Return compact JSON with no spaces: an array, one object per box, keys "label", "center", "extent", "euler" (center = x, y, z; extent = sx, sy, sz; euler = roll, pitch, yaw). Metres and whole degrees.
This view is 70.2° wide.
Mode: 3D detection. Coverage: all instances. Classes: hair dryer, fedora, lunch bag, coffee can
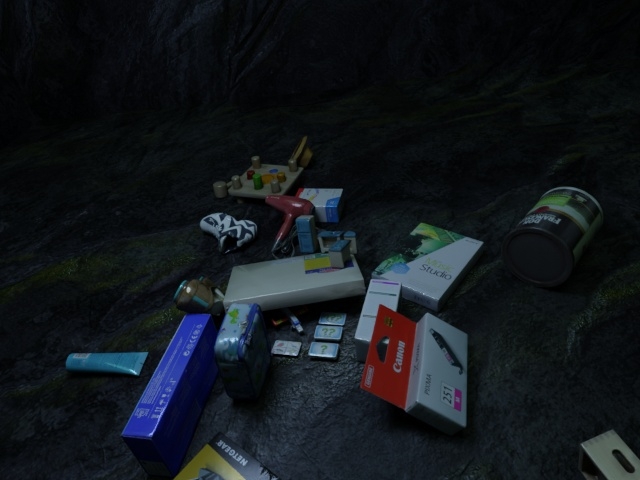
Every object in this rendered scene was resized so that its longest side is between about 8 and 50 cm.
[{"label":"hair dryer","center":[-0.113,-0.074,1.656],"extent":[0.223,0.080,0.294],"euler":[-23,56,-19]},{"label":"fedora","center":[-0.086,-0.390,2.109],"extent":[0.079,0.194,0.194],"euler":[28,35,-13]},{"label":"lunch bag","center":[-0.187,0.274,1.139],"extent":[0.090,0.219,0.176],"euler":[1,36,10]},{"label":"coffee can","center":[0.709,-0.015,1.389],"extent":[0.201,0.202,0.275],"euler":[24,46,36]}]

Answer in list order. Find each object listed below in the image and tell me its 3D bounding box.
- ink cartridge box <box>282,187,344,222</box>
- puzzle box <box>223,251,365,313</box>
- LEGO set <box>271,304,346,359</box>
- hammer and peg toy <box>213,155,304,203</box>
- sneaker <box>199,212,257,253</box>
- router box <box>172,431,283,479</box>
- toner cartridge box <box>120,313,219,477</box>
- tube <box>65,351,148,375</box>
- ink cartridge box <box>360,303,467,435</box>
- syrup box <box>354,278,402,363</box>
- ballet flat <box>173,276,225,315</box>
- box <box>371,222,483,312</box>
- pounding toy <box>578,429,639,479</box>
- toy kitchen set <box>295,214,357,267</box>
[{"label":"ink cartridge box","center":[-0.031,-0.140,1.796],"extent":[0.230,0.078,0.134],"euler":[2,37,14]},{"label":"puzzle box","center":[-0.081,0.122,1.408],"extent":[0.408,0.052,0.272],"euler":[-9,18,-1]},{"label":"LEGO set","center":[-0.059,0.246,1.296],"extent":[0.244,0.060,0.183],"euler":[2,33,13]},{"label":"hammer and peg toy","center":[-0.278,-0.268,1.972],"extent":[0.360,0.128,0.266],"euler":[8,39,21]},{"label":"sneaker","center":[-0.367,-0.022,1.681],"extent":[0.234,0.094,0.153],"euler":[15,32,13]},{"label":"router box","center":[-0.172,0.555,0.871],"extent":[0.308,0.081,0.243],"euler":[20,44,32]},{"label":"toner cartridge box","center":[-0.336,0.358,1.099],"extent":[0.075,0.165,0.348],"euler":[1,36,11]},{"label":"tube","center":[-0.596,0.342,1.271],"extent":[0.206,0.052,0.080],"euler":[0,41,1]},{"label":"ink cartridge box","center":[0.236,0.285,1.095],"extent":[0.238,0.060,0.275],"euler":[29,40,-5]},{"label":"syrup box","center":[0.166,0.219,1.258],"extent":[0.096,0.093,0.237],"euler":[5,38,17]},{"label":"ballet flat","center":[-0.336,0.171,1.333],"extent":[0.124,0.342,0.116],"euler":[29,80,-4]},{"label":"box","center":[0.347,0.072,1.456],"extent":[0.232,0.059,0.322],"euler":[21,44,33]},{"label":"pounding toy","center":[0.576,0.453,0.851],"extent":[0.100,0.130,0.141],"euler":[-24,37,-2]},{"label":"toy kitchen set","center":[0.000,0.000,1.454],"extent":[0.206,0.122,0.166],"euler":[0,20,25]}]
